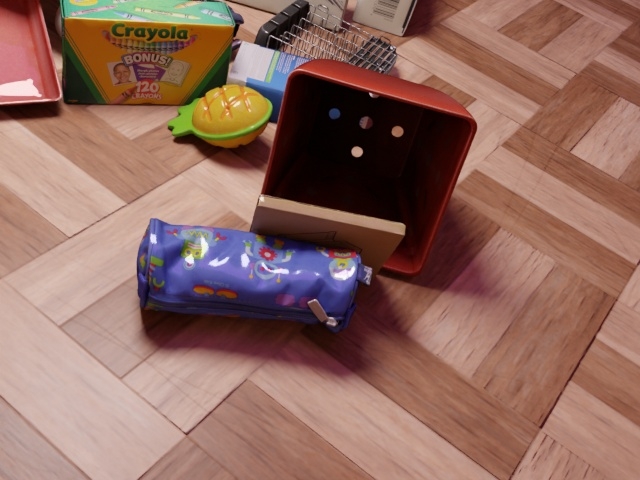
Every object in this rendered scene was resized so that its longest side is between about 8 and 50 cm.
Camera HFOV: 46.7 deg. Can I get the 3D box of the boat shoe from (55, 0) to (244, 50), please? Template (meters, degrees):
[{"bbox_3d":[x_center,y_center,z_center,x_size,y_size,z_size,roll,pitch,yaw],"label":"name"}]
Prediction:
[{"bbox_3d":[-0.302,-0.403,1.380,0.340,0.127,0.158,-23,50,-35],"label":"boat shoe"}]

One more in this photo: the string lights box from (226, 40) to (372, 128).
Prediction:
[{"bbox_3d":[-0.036,-0.275,1.374,0.259,0.077,0.133,15,44,-3],"label":"string lights box"}]

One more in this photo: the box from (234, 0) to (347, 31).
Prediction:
[{"bbox_3d":[-0.072,-0.560,1.641,0.275,0.094,0.113,14,42,-3],"label":"box"}]

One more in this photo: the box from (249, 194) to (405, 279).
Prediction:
[{"bbox_3d":[0.000,0.000,1.045,0.201,0.164,0.021,11,63,-7],"label":"box"}]

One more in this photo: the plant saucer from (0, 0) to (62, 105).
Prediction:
[{"bbox_3d":[-0.581,-0.315,1.217,0.258,0.048,0.259,-10,68,-26],"label":"plant saucer"}]

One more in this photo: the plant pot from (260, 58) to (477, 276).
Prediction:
[{"bbox_3d":[0.068,-0.143,1.159,0.267,0.267,0.236,15,30,-2],"label":"plant pot"}]

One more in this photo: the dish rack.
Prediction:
[{"bbox_3d":[0.016,-0.392,1.519,0.271,0.074,0.208,28,45,9],"label":"dish rack"}]

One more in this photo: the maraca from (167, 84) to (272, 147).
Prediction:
[{"bbox_3d":[-0.170,-0.210,1.255,0.185,0.099,0.127,2,42,21],"label":"maraca"}]

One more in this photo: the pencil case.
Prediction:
[{"bbox_3d":[-0.092,0.052,0.989,0.306,0.119,0.133,9,34,-8],"label":"pencil case"}]

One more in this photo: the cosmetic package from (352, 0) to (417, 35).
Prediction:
[{"bbox_3d":[0.176,-0.627,1.750,0.129,0.153,0.296,18,44,-2],"label":"cosmetic package"}]

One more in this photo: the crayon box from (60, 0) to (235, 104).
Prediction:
[{"bbox_3d":[-0.298,-0.323,1.274,0.278,0.165,0.081,-3,47,-21],"label":"crayon box"}]
